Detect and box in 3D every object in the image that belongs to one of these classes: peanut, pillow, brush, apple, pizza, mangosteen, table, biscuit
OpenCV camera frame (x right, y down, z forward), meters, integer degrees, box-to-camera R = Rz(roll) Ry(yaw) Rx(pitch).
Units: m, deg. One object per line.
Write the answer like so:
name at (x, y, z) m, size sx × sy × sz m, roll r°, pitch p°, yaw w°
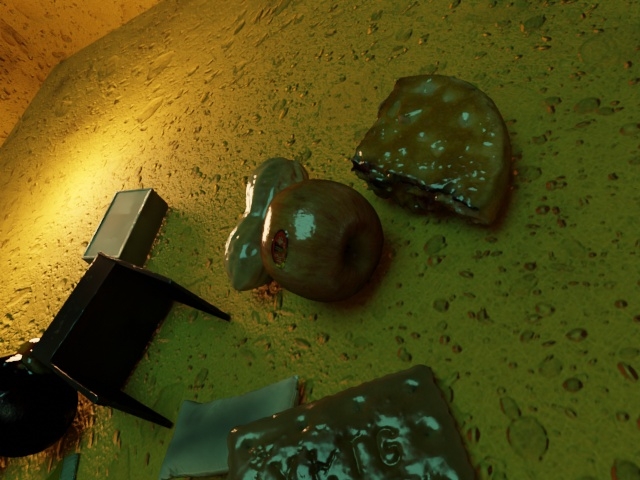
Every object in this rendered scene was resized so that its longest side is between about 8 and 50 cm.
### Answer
peanut at (-0.107, -0.039, 1.026) m, size 0.149 × 0.149 × 0.313 m, roll 3°, pitch 60°, yaw 39°
pillow at (-0.151, 0.310, 0.834) m, size 0.253 × 0.078 × 0.144 m, roll -20°, pitch 45°, yaw 22°
brush at (-0.585, 0.517, 1.058) m, size 0.205 × 0.011 × 0.083 m, roll -28°, pitch 46°, yaw 19°
apple at (0.000, 0.000, 0.866) m, size 0.187 × 0.211 × 0.211 m, roll 15°, pitch 68°, yaw 41°
pizza at (0.195, -0.165, 0.910) m, size 0.277 × 0.114 × 0.409 m, roll -33°, pitch 43°, yaw 11°
mangosteen at (-0.623, 0.321, 1.074) m, size 0.228 × 0.228 × 0.266 m, roll 20°, pitch 79°, yaw 44°
table at (-0.378, 0.194, 1.021) m, size 0.281 × 0.196 × 0.251 m, roll 11°, pitch 64°, yaw 39°
biscuit at (0.029, 0.302, 0.671) m, size 0.324 × 0.044 × 0.217 m, roll -19°, pitch 48°, yaw 3°

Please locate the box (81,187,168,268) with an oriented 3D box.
box at (-0.519, -0.026, 1.354) m, size 0.129 × 0.086 × 0.225 m, roll -1°, pitch 57°, yaw 23°
